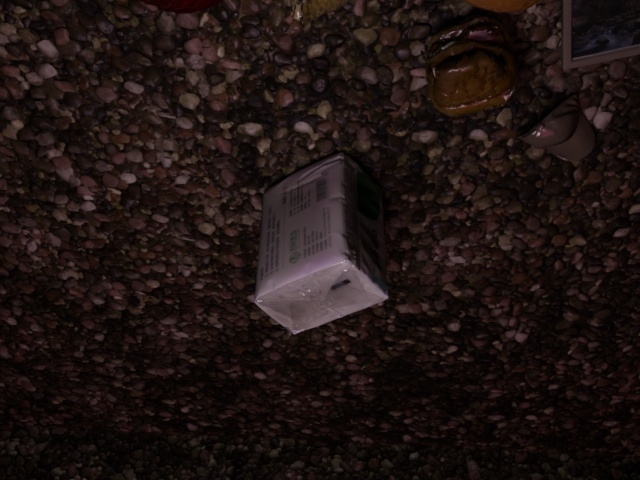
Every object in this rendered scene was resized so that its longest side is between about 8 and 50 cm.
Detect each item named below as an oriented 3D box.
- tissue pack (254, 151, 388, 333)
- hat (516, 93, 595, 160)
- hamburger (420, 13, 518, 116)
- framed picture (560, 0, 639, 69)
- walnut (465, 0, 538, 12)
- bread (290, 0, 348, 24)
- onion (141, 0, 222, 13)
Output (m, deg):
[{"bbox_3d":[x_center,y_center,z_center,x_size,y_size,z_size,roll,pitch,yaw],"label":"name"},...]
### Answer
[{"bbox_3d":[0.001,0.001,1.610,0.266,0.356,0.194,-24,132,25],"label":"tissue pack"},{"bbox_3d":[0.534,-0.226,1.531,0.175,0.085,0.147,33,127,-25],"label":"hat"},{"bbox_3d":[0.301,-0.336,1.407,0.183,0.130,0.206,-10,136,17],"label":"hamburger"},{"bbox_3d":[0.617,-0.459,1.316,0.324,0.020,0.240,-9,132,8],"label":"framed picture"},{"bbox_3d":[0.335,-0.482,1.282,0.211,0.087,0.167,1,138,3],"label":"walnut"},{"bbox_3d":[0.010,-0.536,1.231,0.178,0.142,0.266,-22,147,-35],"label":"bread"},{"bbox_3d":[-0.246,-0.517,1.159,0.276,0.276,0.276,2,136,2],"label":"onion"}]
